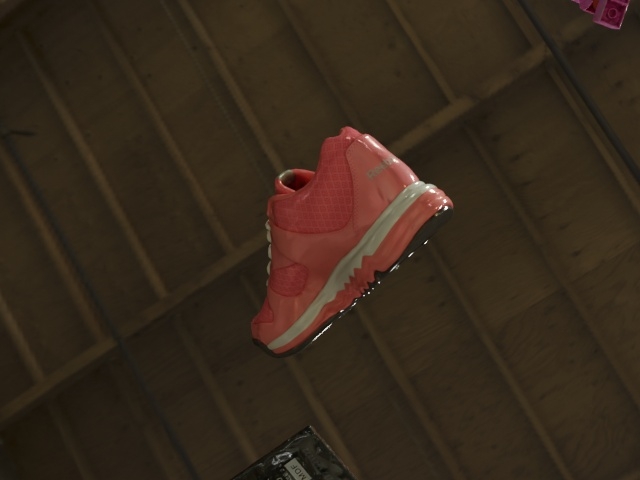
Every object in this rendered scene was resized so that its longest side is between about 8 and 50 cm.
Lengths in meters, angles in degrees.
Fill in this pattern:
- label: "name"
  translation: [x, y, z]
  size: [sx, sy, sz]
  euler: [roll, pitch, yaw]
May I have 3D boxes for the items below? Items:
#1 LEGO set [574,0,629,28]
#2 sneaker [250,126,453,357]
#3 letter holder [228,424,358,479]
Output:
- label: "LEGO set"
  translation: [0.214, -0.289, 0.836]
  size: [0.087, 0.093, 0.227]
  euler: [16, -83, -16]
- label: "sneaker"
  translation: [0.001, 0.000, 1.005]
  size: [0.136, 0.116, 0.314]
  euler: [49, -39, 4]
- label: "letter holder"
  translation: [0.005, 0.344, 0.854]
  size: [0.302, 0.152, 0.214]
  euler: [47, -40, 18]
